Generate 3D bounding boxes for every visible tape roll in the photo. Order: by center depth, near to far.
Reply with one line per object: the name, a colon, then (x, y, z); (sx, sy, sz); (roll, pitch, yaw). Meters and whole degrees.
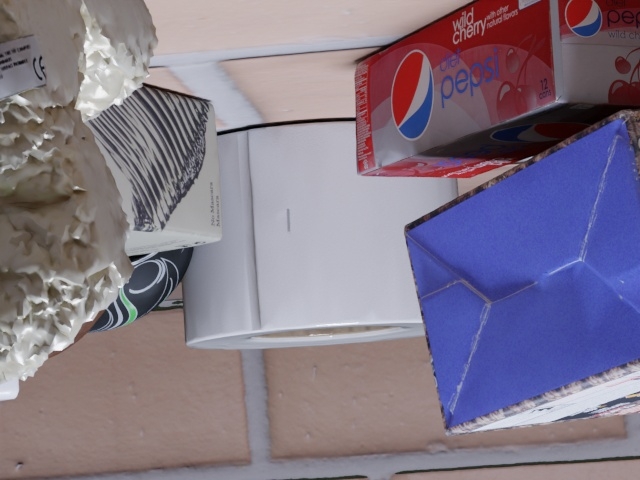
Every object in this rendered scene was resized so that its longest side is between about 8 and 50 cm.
tape roll: (0.000, 0.000, 1.635); (0.246, 0.169, 0.246); (-3, 173, 0)

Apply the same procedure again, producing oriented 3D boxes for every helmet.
helmet: (-0.187, -0.003, 1.541); (0.169, 0.169, 0.161); (-2, 157, -17)

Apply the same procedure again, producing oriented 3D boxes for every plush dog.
plush dog: (-0.220, -0.068, 0.903); (0.225, 0.262, 0.210); (-16, 136, 17)

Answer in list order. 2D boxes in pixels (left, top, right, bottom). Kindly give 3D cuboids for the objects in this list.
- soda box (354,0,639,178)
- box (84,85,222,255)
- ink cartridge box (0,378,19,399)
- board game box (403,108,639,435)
soda box: (0.117, -0.101, 1.220); (0.092, 0.083, 0.263); (0, 173, -25)
box: (-0.177, -0.056, 1.321); (0.094, 0.113, 0.275); (-8, 173, 27)
ink cartridge box: (-0.386, 0.023, 1.442); (0.289, 0.211, 0.121); (1, 173, -27)
board game box: (0.242, 0.019, 1.189); (0.291, 0.141, 0.232); (-3, 165, -33)
